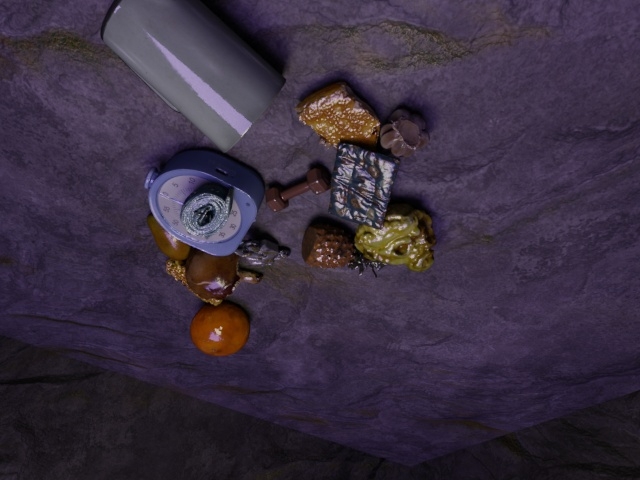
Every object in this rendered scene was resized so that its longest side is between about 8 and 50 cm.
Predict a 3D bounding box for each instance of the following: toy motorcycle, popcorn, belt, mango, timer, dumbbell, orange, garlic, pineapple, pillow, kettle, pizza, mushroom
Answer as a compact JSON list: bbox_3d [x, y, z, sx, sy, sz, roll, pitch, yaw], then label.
[{"bbox_3d":[-0.234,0.052,1.555,0.152,0.073,0.225,-30,149,32],"label":"toy motorcycle"},{"bbox_3d":[0.265,-0.021,1.338,0.286,0.173,0.225,18,131,-4],"label":"popcorn"},{"bbox_3d":[-0.351,-0.089,1.232,0.148,0.082,0.163,10,122,-11],"label":"belt"},{"bbox_3d":[-0.593,-0.015,1.579,0.136,0.099,0.227,-10,124,30],"label":"mango"},{"bbox_3d":[-0.410,-0.127,1.368,0.395,0.173,0.395,6,137,6],"label":"timer"},{"bbox_3d":[-0.075,-0.167,1.319,0.231,0.082,0.092,-19,130,28],"label":"dumbbell"},{"bbox_3d":[-0.477,0.424,1.912,0.284,0.226,0.283,1,135,1],"label":"orange"},{"bbox_3d":[0.226,-0.281,1.131,0.131,0.127,0.194,36,161,0],"label":"garlic"},{"bbox_3d":[0.108,0.039,1.463,0.341,0.169,0.169,10,138,-18],"label":"pineapple"},{"bbox_3d":[0.120,-0.154,1.192,0.189,0.034,0.255,18,131,12],"label":"pillow"},{"bbox_3d":[-0.331,-0.430,1.027,0.377,0.250,0.361,40,158,-23],"label":"kettle"},{"bbox_3d":[0.078,-0.314,1.144,0.189,0.071,0.297,-28,125,34],"label":"pizza"},{"bbox_3d":[-0.395,0.153,1.606,0.233,0.208,0.301,-1,144,19],"label":"mushroom"}]

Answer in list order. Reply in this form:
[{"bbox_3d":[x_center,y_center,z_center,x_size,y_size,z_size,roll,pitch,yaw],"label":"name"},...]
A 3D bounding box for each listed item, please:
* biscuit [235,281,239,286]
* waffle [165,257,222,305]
[{"bbox_3d":[-0.420,0.145,1.724,0.082,0.070,0.168,-24,124,21],"label":"biscuit"},{"bbox_3d":[-0.545,0.177,1.746,0.283,0.065,0.309,26,150,9],"label":"waffle"}]
